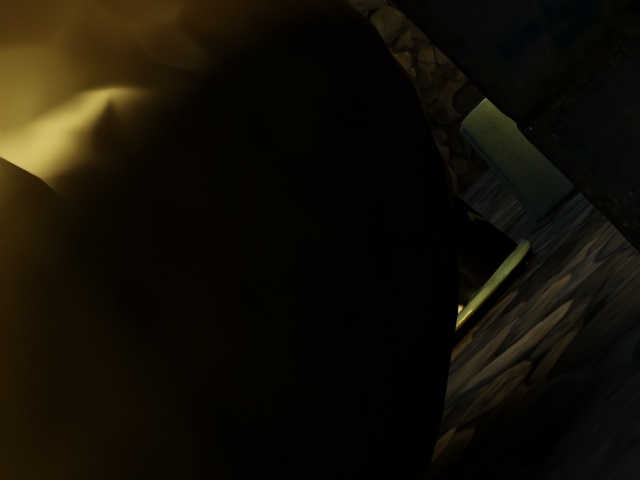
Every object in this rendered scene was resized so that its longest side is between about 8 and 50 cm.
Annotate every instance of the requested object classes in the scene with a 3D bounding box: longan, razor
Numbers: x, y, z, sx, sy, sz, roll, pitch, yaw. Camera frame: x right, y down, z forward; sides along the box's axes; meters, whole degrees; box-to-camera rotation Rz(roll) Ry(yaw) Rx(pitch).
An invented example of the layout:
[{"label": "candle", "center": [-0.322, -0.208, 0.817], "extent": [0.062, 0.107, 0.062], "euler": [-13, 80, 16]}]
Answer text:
[{"label": "longan", "center": [-0.140, 0.026, 0.579], "extent": [0.391, 0.391, 0.391], "euler": [-44, -1, -1]}, {"label": "razor", "center": [0.216, -0.090, 1.256], "extent": [0.068, 0.106, 0.232], "euler": [-44, -12, 28]}]

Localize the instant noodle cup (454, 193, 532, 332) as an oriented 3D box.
[{"label": "instant noodle cup", "center": [0.000, 0.000, 1.024], "extent": [0.215, 0.236, 0.215], "euler": [-45, -3, -3]}]

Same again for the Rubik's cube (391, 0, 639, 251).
[{"label": "Rubik's cube", "center": [0.140, -0.149, 0.320], "extent": [0.237, 0.237, 0.238], "euler": [-43, -1, 44]}]
